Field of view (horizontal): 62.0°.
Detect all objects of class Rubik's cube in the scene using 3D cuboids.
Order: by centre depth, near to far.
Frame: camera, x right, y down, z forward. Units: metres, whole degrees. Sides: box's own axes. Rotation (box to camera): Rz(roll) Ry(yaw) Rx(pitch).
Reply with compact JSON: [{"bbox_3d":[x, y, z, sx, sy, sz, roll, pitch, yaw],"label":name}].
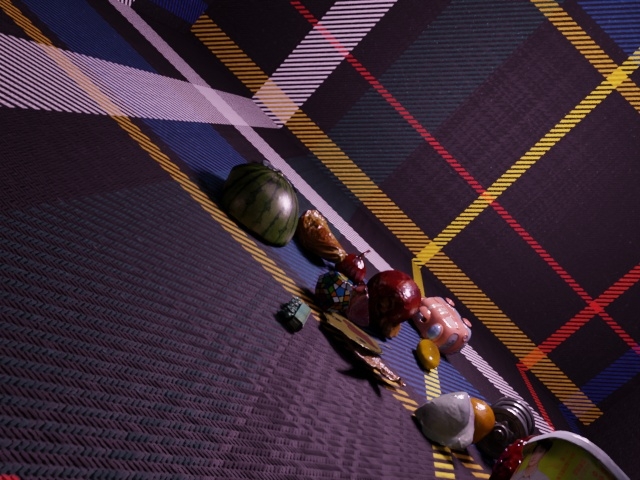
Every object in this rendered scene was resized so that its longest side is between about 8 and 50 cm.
[{"bbox_3d":[0.042,0.160,1.670,0.133,0.133,0.112,42,-19,-12],"label":"Rubik's cube"}]

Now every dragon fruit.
[{"bbox_3d":[0.113,0.214,1.792,0.102,0.096,0.147,-85,172,-68],"label":"dragon fruit"}]

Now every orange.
[{"bbox_3d":[0.470,0.565,1.680,0.134,0.154,0.154,61,18,20],"label":"orange"}]

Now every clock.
[{"bbox_3d":[-0.195,-0.277,2.421,0.215,0.042,0.215,42,14,-12],"label":"clock"}]

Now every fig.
[{"bbox_3d":[0.132,0.110,2.070,0.128,0.150,0.129,-13,90,-74],"label":"fig"}]

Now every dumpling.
[{"bbox_3d":[0.382,0.531,1.582,0.216,0.104,0.149,-13,87,-29],"label":"dumpling"}]

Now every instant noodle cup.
[{"bbox_3d":[0.515,0.635,1.182,0.294,0.307,0.294,37,-34,30],"label":"instant noodle cup"}]

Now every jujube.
[{"bbox_3d":[0.614,0.699,1.520,0.258,0.258,0.376,51,16,25],"label":"jujube"}]

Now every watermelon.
[{"bbox_3d":[-0.179,-0.141,1.793,0.330,0.189,0.331,37,19,-15],"label":"watermelon"}]

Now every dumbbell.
[{"bbox_3d":[0.666,0.667,1.913,0.179,0.179,0.406,52,14,25],"label":"dumbbell"}]

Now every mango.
[{"bbox_3d":[0.414,0.442,2.049,0.103,0.076,0.161,49,17,-4],"label":"mango"}]

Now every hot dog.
[{"bbox_3d":[-0.003,0.001,2.038,0.175,0.114,0.259,39,16,-43],"label":"hot dog"}]

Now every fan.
[{"bbox_3d":[0.126,0.292,1.646,0.335,0.011,0.229,31,4,-43],"label":"fan"}]

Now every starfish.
[{"bbox_3d":[0.142,0.346,1.567,0.295,0.048,0.231,36,4,-47],"label":"starfish"}]

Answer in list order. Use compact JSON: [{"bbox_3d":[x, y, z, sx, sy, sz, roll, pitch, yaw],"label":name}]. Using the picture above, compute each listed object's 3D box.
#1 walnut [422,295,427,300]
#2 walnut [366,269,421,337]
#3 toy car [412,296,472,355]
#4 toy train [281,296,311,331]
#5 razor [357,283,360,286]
[{"bbox_3d":[0.473,0.314,2.555,0.124,0.105,0.105,16,29,-34],"label":"walnut"},{"bbox_3d":[0.252,0.237,1.951,0.221,0.244,0.269,9,12,18],"label":"walnut"},{"bbox_3d":[0.523,0.376,2.376,0.212,0.181,0.271,12,34,-47],"label":"toy car"},{"bbox_3d":[-0.065,0.195,1.433,0.071,0.038,0.148,48,13,-2],"label":"toy train"},{"bbox_3d":[0.152,0.175,2.142,0.066,0.033,0.190,43,13,-8],"label":"razor"}]
